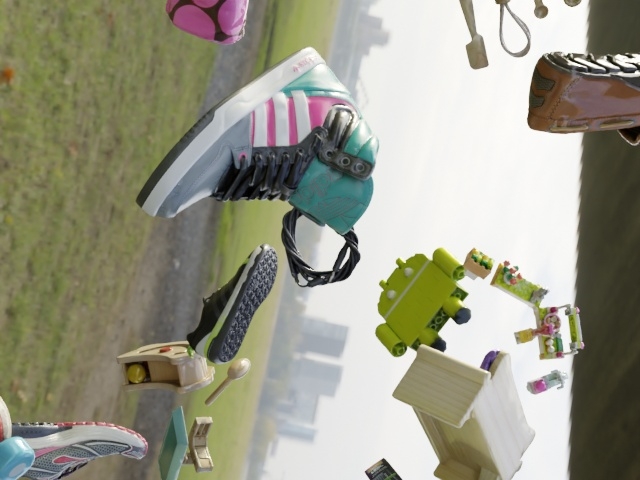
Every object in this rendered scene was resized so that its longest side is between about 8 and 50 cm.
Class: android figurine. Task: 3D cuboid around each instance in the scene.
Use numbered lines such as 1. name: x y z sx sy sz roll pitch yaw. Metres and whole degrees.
1. android figurine: 0.211 0.128 2.098 0.248 0.056 0.273 -52 -145 9

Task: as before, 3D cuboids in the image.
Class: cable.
1. cable: 0.000 0.000 1.983 0.047 0.151 0.184 -63 140 -84

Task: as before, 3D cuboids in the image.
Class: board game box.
1. board game box: 0.155 0.473 1.689 0.170 0.048 0.141 57 -9 -18

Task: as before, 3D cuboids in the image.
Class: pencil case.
1. pencil case: -0.119 -0.320 1.066 0.095 0.098 0.209 -103 -161 -55

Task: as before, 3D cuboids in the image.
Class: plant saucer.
1. plant saucer: -0.236 0.335 1.559 0.192 0.018 0.067 112 -31 -51

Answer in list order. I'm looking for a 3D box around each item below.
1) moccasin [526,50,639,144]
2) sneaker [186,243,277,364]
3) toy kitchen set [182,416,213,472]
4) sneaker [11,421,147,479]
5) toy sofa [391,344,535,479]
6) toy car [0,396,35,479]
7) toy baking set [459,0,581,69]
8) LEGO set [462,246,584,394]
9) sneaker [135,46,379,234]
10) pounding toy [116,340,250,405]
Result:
1. moccasin: 0.499 -0.210 1.549 0.139 0.380 0.147 -128 -139 -49
2. sneaker: -0.162 0.100 1.706 0.234 0.097 0.084 -62 150 -13
3. toy kitchen set: -0.251 0.411 1.975 0.075 0.068 0.083 -66 -145 33
4. sneaker: -0.463 0.384 1.783 0.121 0.299 0.112 159 -68 -63
5. toy sofa: 0.281 0.337 1.877 0.177 0.150 0.362 -53 142 -22
6. toy car: -0.605 0.330 1.486 0.238 0.219 0.210 -11 139 -58
7. toy baking set: 0.293 -0.392 1.520 0.256 0.197 0.030 -42 -166 17
8. LEGO set: 0.370 0.120 1.713 0.287 0.132 0.107 63 -16 4
9. sneaker: -0.039 -0.068 1.023 0.295 0.178 0.124 -44 178 -39
10. pounding toy: -0.295 0.302 2.094 0.154 0.269 0.155 -31 112 -70
